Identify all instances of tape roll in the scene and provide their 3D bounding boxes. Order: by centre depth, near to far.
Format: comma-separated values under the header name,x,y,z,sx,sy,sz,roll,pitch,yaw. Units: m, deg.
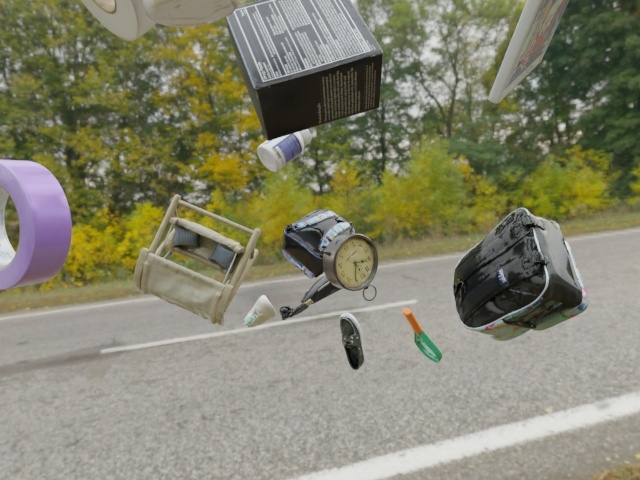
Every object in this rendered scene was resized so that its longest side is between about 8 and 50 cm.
name,x,y,z,sx,sy,sz,roll,pitch,yaw
tape roll,-0.667,-0.035,1.094,0.275,0.274,0.090,-2,5,25
tape roll,-0.641,-0.777,1.477,0.072,0.392,0.392,-46,25,-23

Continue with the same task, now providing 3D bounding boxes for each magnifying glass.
name,x,y,z,sx,sy,sz,roll,pitch,yaw
magnifying glass,0.288,0.275,1.459,0.026,0.231,0.092,-42,35,-16

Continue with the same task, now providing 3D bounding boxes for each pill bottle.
name,x,y,z,sx,sy,sz,roll,pitch,yaw
pill bottle,-0.250,-0.547,0.875,0.169,0.301,0.169,-11,6,1
pill bottle,-0.125,-0.341,1.828,0.187,0.112,0.112,-41,23,-24

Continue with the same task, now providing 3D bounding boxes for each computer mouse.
name,x,y,z,sx,sy,sz,roll,pitch,yaw
computer mouse,-0.017,0.155,1.520,0.262,0.060,0.184,-28,-3,2

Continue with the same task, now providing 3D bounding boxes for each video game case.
name,x,y,z,sx,sy,sz,roll,pitch,yaw
video game case,0.353,-0.345,0.820,0.023,0.201,0.183,34,56,20

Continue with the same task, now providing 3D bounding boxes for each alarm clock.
name,x,y,z,sx,sy,sz,roll,pitch,yaw
alarm clock,0.076,0.064,1.168,0.129,0.192,0.064,-43,22,-25

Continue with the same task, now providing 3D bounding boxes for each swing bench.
name,x,y,z,sx,sy,sz,roll,pitch,yaw
swing bench,-0.328,0.058,1.361,0.253,0.254,0.165,22,-26,2

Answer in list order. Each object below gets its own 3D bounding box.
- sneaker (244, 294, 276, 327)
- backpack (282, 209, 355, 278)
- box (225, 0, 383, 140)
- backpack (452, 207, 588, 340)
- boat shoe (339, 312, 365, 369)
name,x,y,z,sx,sy,sz,roll,pitch,yaw
sneaker,-0.216,0.257,1.728,0.094,0.080,0.212,-31,-15,-26
backpack,0.000,0.000,1.379,0.158,0.117,0.173,35,48,23
box,-0.044,-0.434,1.218,0.294,0.296,0.182,-17,-30,-7
backpack,0.401,0.087,1.055,0.191,0.225,0.253,23,-44,-25
boat shoe,0.074,0.238,1.192,0.049,0.142,0.040,-9,19,26
